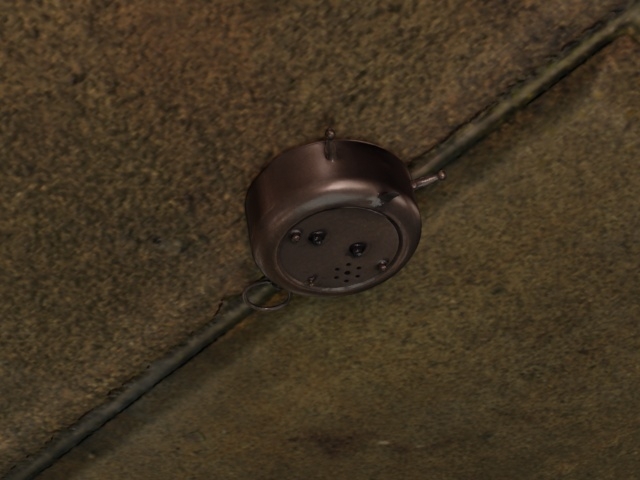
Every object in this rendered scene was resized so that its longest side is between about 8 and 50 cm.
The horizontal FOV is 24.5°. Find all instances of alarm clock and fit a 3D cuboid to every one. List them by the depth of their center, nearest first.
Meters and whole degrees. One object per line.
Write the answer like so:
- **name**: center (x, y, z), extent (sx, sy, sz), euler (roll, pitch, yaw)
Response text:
- **alarm clock**: center (0.000, 0.000, 1.116), extent (0.129, 0.064, 0.192), euler (17, 135, -29)
